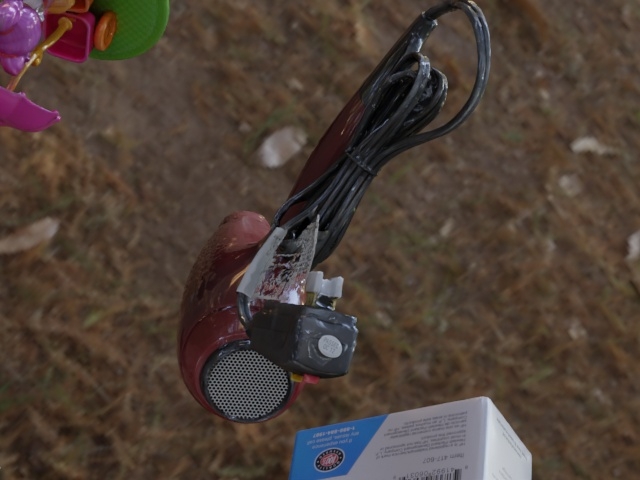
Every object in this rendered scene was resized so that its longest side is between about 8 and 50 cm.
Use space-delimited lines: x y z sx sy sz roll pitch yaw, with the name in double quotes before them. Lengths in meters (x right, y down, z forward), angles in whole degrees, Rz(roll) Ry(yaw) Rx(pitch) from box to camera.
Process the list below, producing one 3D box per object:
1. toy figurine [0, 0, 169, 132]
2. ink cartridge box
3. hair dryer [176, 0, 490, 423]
"toy figurine" -0.191 -0.150 0.977 0.130 0.173 0.159 18 47 6
"ink cartridge box" 0.051 0.216 0.916 0.086 0.148 0.203 52 36 -41
"hair dryer" 0.000 0.000 0.793 0.080 0.293 0.223 36 69 -16
